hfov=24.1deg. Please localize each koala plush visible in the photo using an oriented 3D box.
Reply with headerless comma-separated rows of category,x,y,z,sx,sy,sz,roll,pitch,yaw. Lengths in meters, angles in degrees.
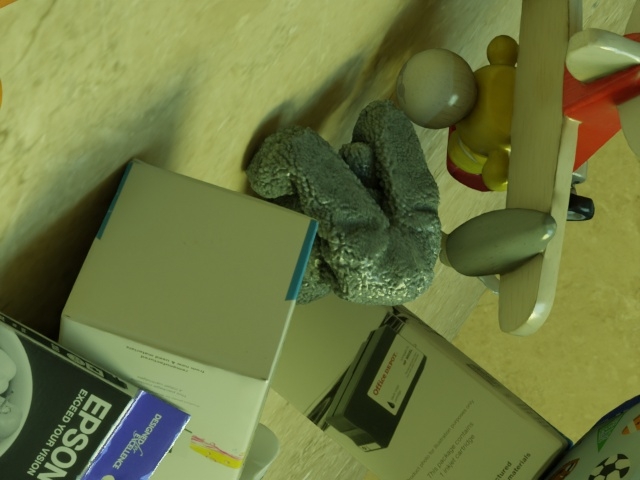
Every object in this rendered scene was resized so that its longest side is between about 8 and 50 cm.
koala plush,0.000,0.000,1.540,0.196,0.203,0.221,-19,170,-41

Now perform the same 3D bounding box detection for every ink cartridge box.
ink cartridge box,-0.235,0.173,1.137,0.206,0.208,0.045,-56,-160,8
ink cartridge box,-0.119,0.087,1.259,0.232,0.168,0.171,108,-1,-52
ink cartridge box,0.093,0.180,1.793,0.166,0.395,0.285,-52,166,2

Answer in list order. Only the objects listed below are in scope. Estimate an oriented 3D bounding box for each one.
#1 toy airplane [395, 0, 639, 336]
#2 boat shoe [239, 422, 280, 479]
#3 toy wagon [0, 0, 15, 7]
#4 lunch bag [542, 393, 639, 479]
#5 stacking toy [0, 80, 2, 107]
toy airplane,0.217,-0.146,1.577,0.386,0.272,0.384,-94,-164,-58
boat shoe,-0.153,0.337,1.977,0.102,0.108,0.301,-62,171,25
toy wagon,-0.155,-0.210,0.747,0.344,0.068,0.267,-39,159,-45
lunch bag,0.310,0.360,1.657,0.328,0.239,0.385,-42,179,-34
stacking toy,-0.258,0.029,0.810,0.302,0.166,0.175,-60,174,8
